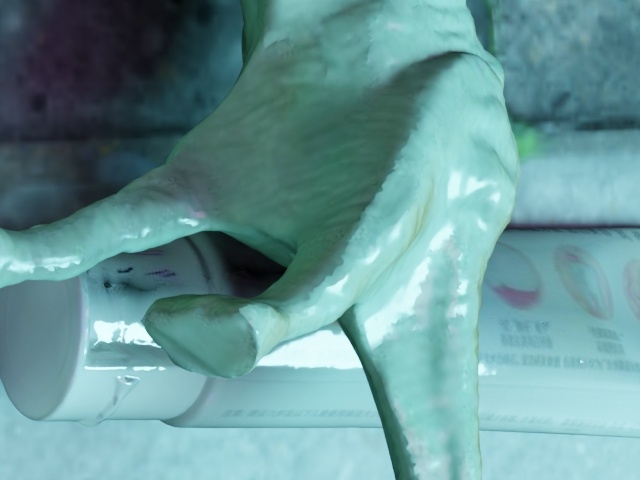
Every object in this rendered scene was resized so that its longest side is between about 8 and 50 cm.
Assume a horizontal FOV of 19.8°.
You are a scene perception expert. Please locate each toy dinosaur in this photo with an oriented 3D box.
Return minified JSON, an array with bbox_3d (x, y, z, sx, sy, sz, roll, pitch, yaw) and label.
[{"bbox_3d":[0.000,0.000,0.522,0.205,0.092,0.393,-31,85,-48],"label":"toy dinosaur"}]

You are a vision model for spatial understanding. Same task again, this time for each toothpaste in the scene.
[{"bbox_3d":[0.047,0.030,0.637,0.323,0.066,0.100,3,57,-35],"label":"toothpaste"}]
